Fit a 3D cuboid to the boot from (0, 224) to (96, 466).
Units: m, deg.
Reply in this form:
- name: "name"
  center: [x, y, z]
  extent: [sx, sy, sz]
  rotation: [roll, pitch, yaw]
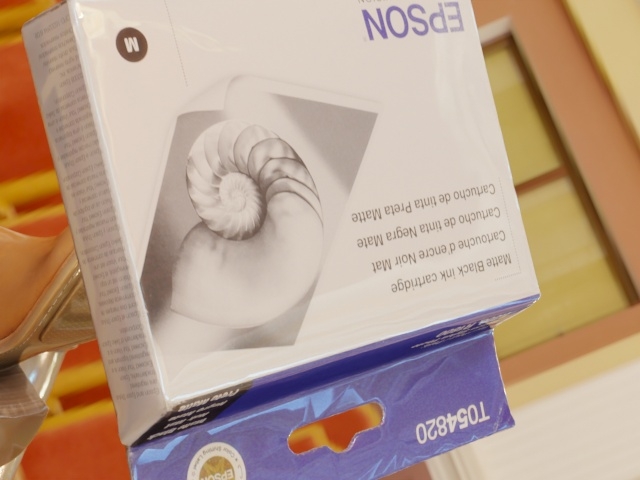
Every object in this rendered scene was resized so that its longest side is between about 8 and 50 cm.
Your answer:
- name: "boot"
  center: [-0.257, 0.015, 1.132]
  extent: [0.109, 0.283, 0.220]
  rotation: [-1, 42, -52]

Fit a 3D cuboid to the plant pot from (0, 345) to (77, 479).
- name: "plant pot"
  center: [-0.421, 0.165, 1.448]
  extent: [0.323, 0.323, 0.280]
  rotation: [41, 57, -80]

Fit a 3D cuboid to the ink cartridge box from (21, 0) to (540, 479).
- name: "ink cartridge box"
  center: [0.000, 0.000, 0.608]
  extent: [0.045, 0.223, 0.224]
  rotation: [-12, -89, 50]
